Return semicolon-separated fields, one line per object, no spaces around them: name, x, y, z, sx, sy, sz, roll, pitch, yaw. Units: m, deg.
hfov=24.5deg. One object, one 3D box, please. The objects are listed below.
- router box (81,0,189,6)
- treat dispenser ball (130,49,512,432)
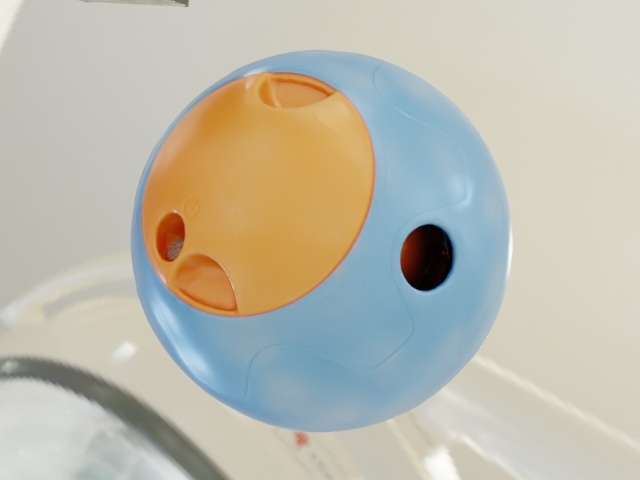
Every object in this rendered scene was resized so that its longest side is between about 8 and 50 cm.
router box;-0.159;-0.200;1.088;0.092;0.038;0.122;4;2;16
treat dispenser ball;0.000;0.000;1.118;0.288;0.288;0.288;35;-27;21
